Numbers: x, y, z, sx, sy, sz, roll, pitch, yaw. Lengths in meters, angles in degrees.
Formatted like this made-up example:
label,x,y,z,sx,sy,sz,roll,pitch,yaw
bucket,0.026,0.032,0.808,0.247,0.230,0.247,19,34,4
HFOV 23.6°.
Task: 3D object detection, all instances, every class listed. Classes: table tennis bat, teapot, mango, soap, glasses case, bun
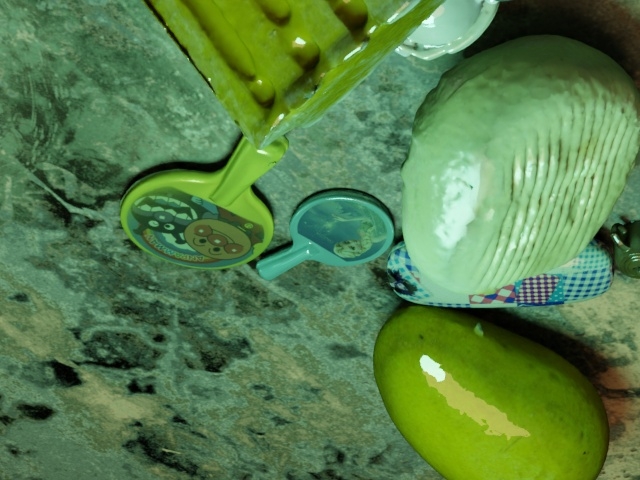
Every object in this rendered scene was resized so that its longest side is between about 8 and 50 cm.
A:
label,x,y,z,sx,sy,sz,roll,pitch,yaw
table tennis bat,0.000,0.000,2.246,0.237,0.038,0.149,-27,130,32
teapot,0.447,0.017,2.158,0.076,0.068,0.121,-26,130,35
mango,0.256,0.252,2.364,0.301,0.220,0.445,-21,131,38
soap,-0.054,-0.313,1.652,0.293,0.156,0.335,-42,82,35
glasses case,0.259,0.043,2.217,0.327,0.076,0.125,-1,143,13
table tennis bat,-0.149,-0.055,2.191,0.224,0.054,0.368,24,142,-20
bun,0.233,-0.102,1.930,0.361,0.213,0.361,-27,142,-24

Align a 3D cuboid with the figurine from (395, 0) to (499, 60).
label,x,y,z,sx,sy,sz,roll,pitch,yaw
figurine,0.103,-0.289,1.762,0.236,0.162,0.141,4,-176,23
